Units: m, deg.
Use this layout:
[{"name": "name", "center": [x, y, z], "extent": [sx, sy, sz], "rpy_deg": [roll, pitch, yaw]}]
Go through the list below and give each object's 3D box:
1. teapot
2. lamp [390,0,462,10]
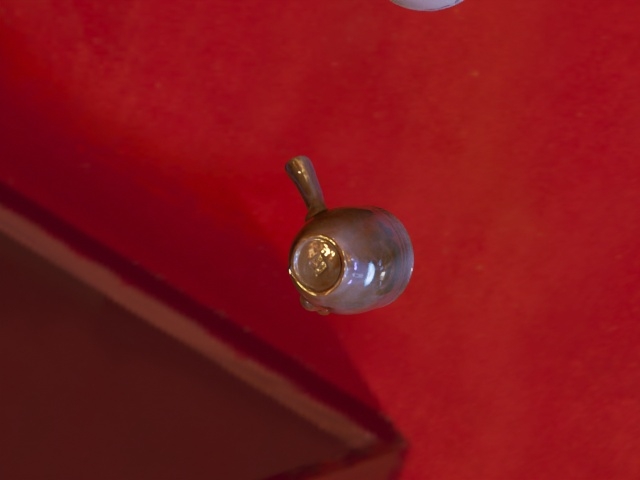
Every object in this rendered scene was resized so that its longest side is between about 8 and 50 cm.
[{"name": "teapot", "center": [0.000, 0.000, 1.010], "extent": [0.085, 0.080, 0.110], "rpy_deg": [-42, 73, 25]}, {"name": "lamp", "center": [0.090, -0.239, 1.280], "extent": [0.121, 0.215, 0.121], "rpy_deg": [2, 94, 23]}]
